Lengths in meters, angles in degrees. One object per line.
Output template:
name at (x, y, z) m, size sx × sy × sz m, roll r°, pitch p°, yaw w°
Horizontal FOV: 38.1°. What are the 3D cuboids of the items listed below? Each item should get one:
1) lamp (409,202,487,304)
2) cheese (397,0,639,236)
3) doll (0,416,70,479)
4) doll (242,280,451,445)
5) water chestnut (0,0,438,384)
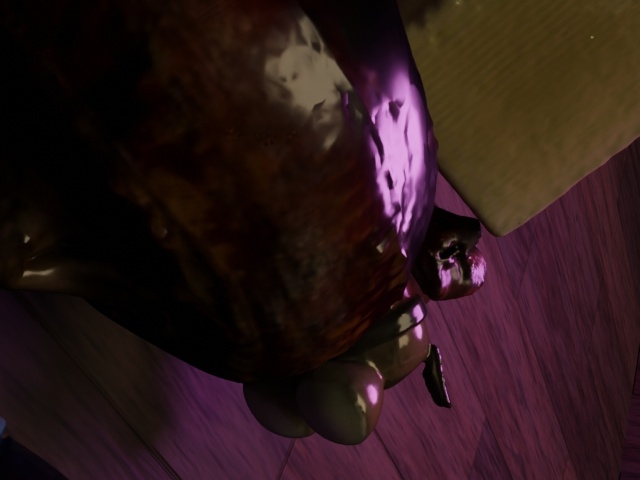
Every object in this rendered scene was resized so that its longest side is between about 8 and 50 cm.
lamp at (0.065, 0.010, 0.947) m, size 0.215 × 0.151 × 0.223 m, roll 57°, pitch -9°, yaw 28°
cheese at (0.181, -0.168, 0.767) m, size 0.242 × 0.265 × 0.124 m, roll 45°, pitch 12°, yaw -32°
doll at (-0.181, 0.188, 0.494) m, size 0.314 × 0.141 × 0.177 m, roll 37°, pitch 23°, yaw -11°
doll at (0.000, 0.000, 0.778) m, size 0.174 × 0.235 × 0.330 m, roll -19°, pitch 96°, yaw -27°
water chestnut at (-0.104, -0.065, 0.535) m, size 0.302 × 0.350 × 0.350 m, roll -42°, pitch 130°, yaw -19°
